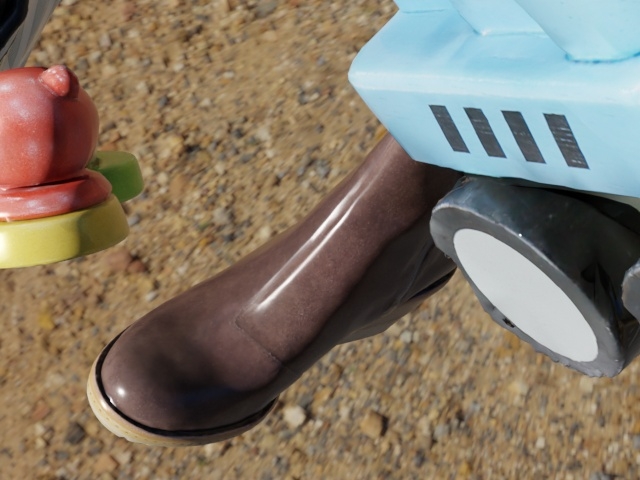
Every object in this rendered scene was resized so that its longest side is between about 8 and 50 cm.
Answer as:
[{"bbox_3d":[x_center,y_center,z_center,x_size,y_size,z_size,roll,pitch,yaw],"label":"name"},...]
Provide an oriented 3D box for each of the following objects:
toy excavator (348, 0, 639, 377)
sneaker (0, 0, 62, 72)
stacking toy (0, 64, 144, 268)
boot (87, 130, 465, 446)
[{"bbox_3d":[0.058,-0.172,0.536,0.222,0.433,0.445,-44,112,-12],"label":"toy excavator"},{"bbox_3d":[-0.260,-0.290,1.225,0.169,0.257,0.447,26,79,-17],"label":"sneaker"},{"bbox_3d":[-0.286,-0.070,1.043,0.309,0.279,0.130,-4,104,8],"label":"stacking toy"},{"bbox_3d":[0.000,0.000,0.727,0.090,0.248,0.207,49,134,20],"label":"boot"}]
